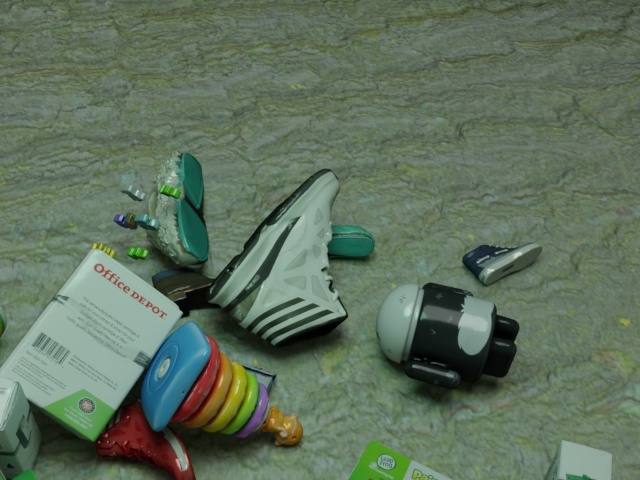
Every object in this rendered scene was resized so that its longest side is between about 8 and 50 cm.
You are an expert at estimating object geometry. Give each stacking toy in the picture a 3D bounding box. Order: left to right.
[{"bbox_3d":[-0.391,-0.037,1.824,0.221,0.052,0.166,4,65,47],"label":"stacking toy"},{"bbox_3d":[-0.152,0.286,1.506,0.302,0.175,0.166,31,2,-25],"label":"stacking toy"}]

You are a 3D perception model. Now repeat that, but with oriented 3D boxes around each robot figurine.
[{"bbox_3d":[0.249,0.187,1.707,0.278,0.173,0.209,14,6,6],"label":"robot figurine"}]

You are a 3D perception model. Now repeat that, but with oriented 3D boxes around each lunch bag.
[{"bbox_3d":[-0.128,0.271,1.634,0.071,0.053,0.083,18,32,9],"label":"lunch bag"}]

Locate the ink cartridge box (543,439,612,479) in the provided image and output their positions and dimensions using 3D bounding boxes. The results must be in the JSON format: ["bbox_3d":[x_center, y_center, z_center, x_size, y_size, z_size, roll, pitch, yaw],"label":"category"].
[{"bbox_3d":[0.413,0.468,1.407,0.093,0.160,0.219,15,40,8],"label":"ink cartridge box"}]

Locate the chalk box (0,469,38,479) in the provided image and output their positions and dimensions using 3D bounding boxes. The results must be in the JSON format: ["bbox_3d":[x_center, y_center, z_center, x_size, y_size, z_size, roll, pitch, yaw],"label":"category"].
[{"bbox_3d":[-0.536,0.432,1.316,0.213,0.132,0.132,-21,47,-31],"label":"chalk box"}]

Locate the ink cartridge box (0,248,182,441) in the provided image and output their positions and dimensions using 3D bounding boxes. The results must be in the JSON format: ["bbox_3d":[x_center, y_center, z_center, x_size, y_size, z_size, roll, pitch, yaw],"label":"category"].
[{"bbox_3d":[-0.405,0.182,1.491,0.198,0.115,0.272,38,66,-13],"label":"ink cartridge box"}]

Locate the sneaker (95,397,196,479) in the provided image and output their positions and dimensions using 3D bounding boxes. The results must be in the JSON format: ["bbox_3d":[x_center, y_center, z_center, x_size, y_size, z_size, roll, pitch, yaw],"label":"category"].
[{"bbox_3d":[-0.310,0.371,1.478,0.128,0.087,0.221,-25,37,-22],"label":"sneaker"}]

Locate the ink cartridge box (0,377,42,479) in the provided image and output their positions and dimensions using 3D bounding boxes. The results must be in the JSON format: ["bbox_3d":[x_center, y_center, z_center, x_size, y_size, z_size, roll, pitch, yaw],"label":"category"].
[{"bbox_3d":[-0.558,0.304,1.386,0.159,0.217,0.092,7,52,-1],"label":"ink cartridge box"}]

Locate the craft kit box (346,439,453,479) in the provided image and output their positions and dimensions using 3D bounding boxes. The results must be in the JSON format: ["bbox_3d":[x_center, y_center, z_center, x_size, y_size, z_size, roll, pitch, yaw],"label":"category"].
[{"bbox_3d":[0.140,0.486,1.424,0.250,0.060,0.246,23,40,17],"label":"craft kit box"}]

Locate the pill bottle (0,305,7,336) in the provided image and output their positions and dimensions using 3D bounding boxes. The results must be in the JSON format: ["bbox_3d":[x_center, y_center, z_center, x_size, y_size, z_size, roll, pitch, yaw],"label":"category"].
[{"bbox_3d":[-0.690,0.208,1.548,0.137,0.136,0.245,12,40,5],"label":"pill bottle"}]

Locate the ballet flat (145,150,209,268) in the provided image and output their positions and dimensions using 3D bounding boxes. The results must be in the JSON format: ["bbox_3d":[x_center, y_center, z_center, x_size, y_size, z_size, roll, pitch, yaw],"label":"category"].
[{"bbox_3d":[-0.330,-0.051,1.935,0.147,0.146,0.408,1,35,-8],"label":"ballet flat"}]

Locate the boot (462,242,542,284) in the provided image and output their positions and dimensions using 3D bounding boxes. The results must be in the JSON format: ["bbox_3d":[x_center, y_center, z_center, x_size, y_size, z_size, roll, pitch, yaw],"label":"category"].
[{"bbox_3d":[0.426,0.032,1.991,0.190,0.069,0.086,-21,51,-28],"label":"boot"}]

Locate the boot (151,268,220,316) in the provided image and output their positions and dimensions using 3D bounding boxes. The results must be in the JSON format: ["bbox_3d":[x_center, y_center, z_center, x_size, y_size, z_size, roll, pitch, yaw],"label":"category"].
[{"bbox_3d":[-0.251,0.088,1.806,0.219,0.082,0.106,-14,48,-22],"label":"boot"}]

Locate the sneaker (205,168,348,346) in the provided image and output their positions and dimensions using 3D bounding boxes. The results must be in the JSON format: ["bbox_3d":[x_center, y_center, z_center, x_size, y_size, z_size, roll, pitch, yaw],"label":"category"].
[{"bbox_3d":[-0.029,0.054,1.805,0.257,0.169,0.447,43,50,-7],"label":"sneaker"}]

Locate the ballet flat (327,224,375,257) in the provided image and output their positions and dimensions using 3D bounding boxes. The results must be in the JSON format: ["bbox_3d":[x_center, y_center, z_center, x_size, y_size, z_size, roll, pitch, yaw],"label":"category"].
[{"bbox_3d":[0.000,0.000,1.966,0.248,0.083,0.087,3,16,-6],"label":"ballet flat"}]
